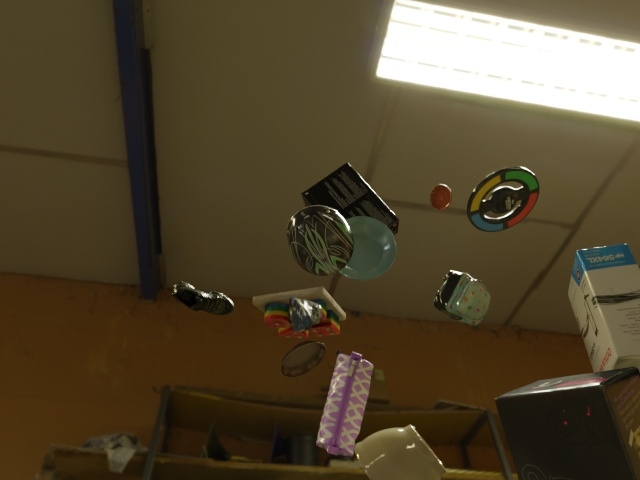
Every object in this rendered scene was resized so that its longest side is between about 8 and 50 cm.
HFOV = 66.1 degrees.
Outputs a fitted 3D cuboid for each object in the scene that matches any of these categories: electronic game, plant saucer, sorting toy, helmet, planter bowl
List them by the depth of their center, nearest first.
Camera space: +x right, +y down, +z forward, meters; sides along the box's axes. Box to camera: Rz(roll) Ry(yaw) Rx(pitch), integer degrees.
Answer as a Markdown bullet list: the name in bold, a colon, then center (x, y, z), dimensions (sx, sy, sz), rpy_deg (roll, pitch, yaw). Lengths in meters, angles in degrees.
- **planter bowl**: center (0.150, 0.398, 0.867), dimensions (0.109, 0.162, 0.162), rpy_deg (-38, -55, -2)
- **helmet**: center (0.000, 0.000, 1.167), dimensions (0.169, 0.161, 0.169), rpy_deg (1, -85, 8)
- **plant saucer**: center (0.115, 0.026, 1.382), dimensions (0.194, 0.195, 0.037), rpy_deg (-3, -24, 2)
- **electronic game**: center (0.554, -0.121, 1.492), dimensions (0.229, 0.048, 0.229), rpy_deg (-7, -52, -9)
- **plant saucer**: center (0.390, -0.138, 1.586), dimensions (0.013, 0.083, 0.083), rpy_deg (-2, -42, -39)
- **plant saucer**: center (-0.061, 0.388, 1.629), dimensions (0.168, 0.029, 0.168), rpy_deg (-20, -42, -19)
- **sorting toy**: center (-0.069, 0.267, 1.707), dimensions (0.255, 0.089, 0.257), rpy_deg (-10, -31, 17)

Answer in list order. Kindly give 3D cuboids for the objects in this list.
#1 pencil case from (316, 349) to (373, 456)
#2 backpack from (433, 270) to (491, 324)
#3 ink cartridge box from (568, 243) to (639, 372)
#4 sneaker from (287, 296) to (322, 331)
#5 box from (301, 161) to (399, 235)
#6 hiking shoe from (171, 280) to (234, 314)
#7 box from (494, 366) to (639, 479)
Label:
- **pencil case**: center (0.053, 0.337, 1.020), dimensions (0.086, 0.206, 0.088), rpy_deg (15, -24, 1)
- **backpack**: center (0.532, 0.216, 1.784), dimensions (0.188, 0.144, 0.166), rpy_deg (33, -100, -31)
- **ink cartridge box**: center (0.486, 0.132, 0.810), dimensions (0.085, 0.203, 0.148), rpy_deg (-8, -42, 13)
- **sneaker**: center (-0.022, 0.126, 0.867), dimensions (0.058, 0.135, 0.052), rpy_deg (5, -84, -10)
- **box**: center (0.090, -0.085, 1.527), dimensions (0.184, 0.261, 0.103), rpy_deg (-34, -22, -10)
- **hiking shoe**: center (-0.416, 0.222, 1.732), dimensions (0.226, 0.114, 0.086), rpy_deg (19, -79, -14)
- **box**: center (0.385, 0.332, 0.683), dimensions (0.143, 0.270, 0.165), rpy_deg (0, -20, -40)
